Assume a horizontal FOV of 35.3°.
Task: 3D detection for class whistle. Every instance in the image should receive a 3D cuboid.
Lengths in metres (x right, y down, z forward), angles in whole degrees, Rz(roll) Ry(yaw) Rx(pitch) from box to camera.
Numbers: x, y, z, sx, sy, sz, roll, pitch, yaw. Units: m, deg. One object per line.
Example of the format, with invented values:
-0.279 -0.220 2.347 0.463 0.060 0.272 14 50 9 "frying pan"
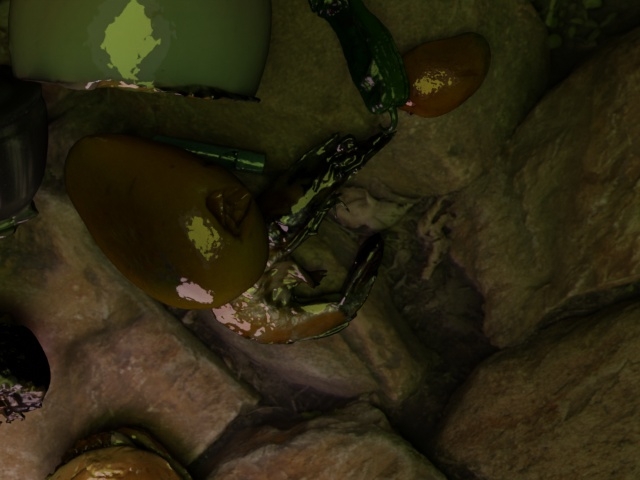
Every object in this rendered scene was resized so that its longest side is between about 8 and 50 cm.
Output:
-0.181 -0.138 1.608 0.186 0.039 0.039 10 108 -6 "whistle"

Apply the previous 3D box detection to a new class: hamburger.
-0.347 0.470 1.758 0.259 0.144 0.283 -43 100 14 "hamburger"

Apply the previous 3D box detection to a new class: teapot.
-0.561 -0.116 1.502 0.322 0.239 0.239 -6 122 -6 "teapot"

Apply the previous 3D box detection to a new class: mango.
0.186 -0.253 1.561 0.165 0.089 0.115 -14 99 1 "mango"
-0.245 -0.036 1.531 0.365 0.182 0.252 31 133 12 "mango"

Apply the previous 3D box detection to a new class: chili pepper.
0.063 -0.288 1.517 0.100 0.074 0.256 -32 79 30 "chili pepper"

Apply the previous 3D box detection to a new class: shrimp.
0.000 0.000 1.641 0.272 0.085 0.445 33 108 -15 "shrimp"

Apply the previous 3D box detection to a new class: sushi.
-0.559 0.193 1.630 0.213 0.204 0.200 10 140 -38 "sushi"

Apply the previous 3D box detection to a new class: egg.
-0.237 -0.367 1.373 0.355 0.354 0.339 5 97 -4 "egg"
